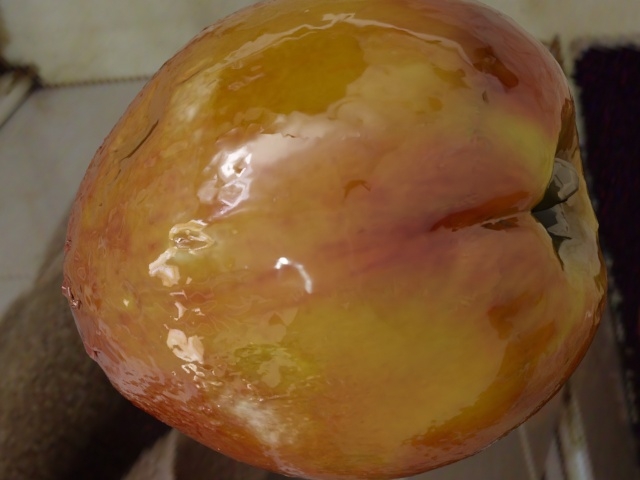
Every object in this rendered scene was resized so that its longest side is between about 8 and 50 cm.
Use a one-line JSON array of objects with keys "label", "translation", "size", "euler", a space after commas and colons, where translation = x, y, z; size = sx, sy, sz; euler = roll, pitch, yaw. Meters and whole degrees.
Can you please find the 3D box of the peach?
[{"label": "peach", "translation": [0.000, 0.000, 0.836], "size": [0.281, 0.281, 0.238], "euler": [-10, 88, 25]}]
